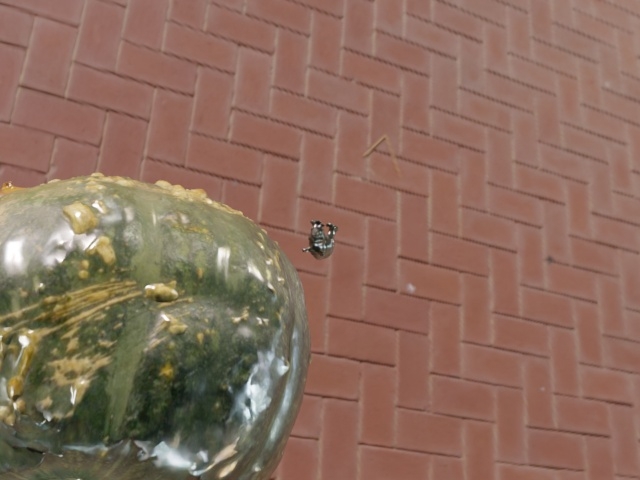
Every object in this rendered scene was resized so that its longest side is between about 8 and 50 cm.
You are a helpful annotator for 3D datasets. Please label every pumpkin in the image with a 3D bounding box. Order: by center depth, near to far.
[{"bbox_3d":[-0.173,0.086,0.552,0.291,0.328,0.257,35,37,-41],"label":"pumpkin"}]

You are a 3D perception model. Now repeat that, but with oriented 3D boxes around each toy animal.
[{"bbox_3d":[0.000,0.000,1.255,0.047,0.135,0.065,13,86,5],"label":"toy animal"}]

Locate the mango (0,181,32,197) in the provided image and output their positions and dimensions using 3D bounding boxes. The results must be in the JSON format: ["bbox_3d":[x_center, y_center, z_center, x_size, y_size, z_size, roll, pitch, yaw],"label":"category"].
[{"bbox_3d":[-0.347,0.062,0.979,0.201,0.153,0.287,-32,105,-23],"label":"mango"}]
